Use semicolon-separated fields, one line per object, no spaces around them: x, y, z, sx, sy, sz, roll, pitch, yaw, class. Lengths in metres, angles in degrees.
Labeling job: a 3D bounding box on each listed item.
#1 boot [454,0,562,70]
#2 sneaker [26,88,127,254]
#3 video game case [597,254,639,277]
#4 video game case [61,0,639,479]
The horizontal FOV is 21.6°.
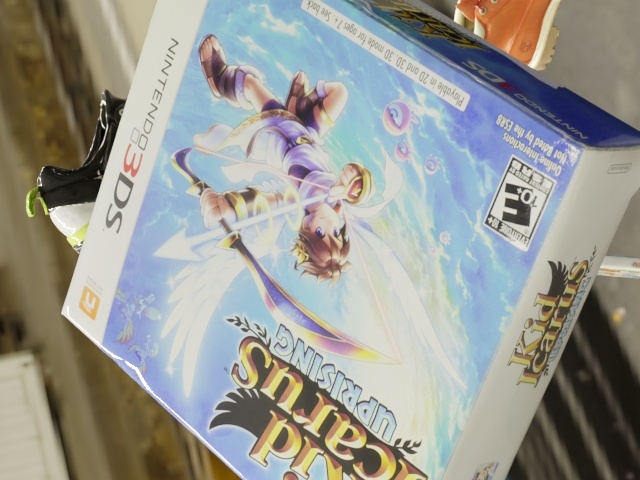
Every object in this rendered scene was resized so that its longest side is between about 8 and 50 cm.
0.151;-0.204;1.331;0.059;0.085;0.158;-125;36;-51;boot
-0.119;-0.086;1.256;0.097;0.235;0.084;49;163;-7;sneaker
0.250;0.022;1.233;0.087;0.122;0.011;21;-106;-77;video game case
0.000;0.000;0.816;0.269;0.061;0.244;37;119;35;video game case
